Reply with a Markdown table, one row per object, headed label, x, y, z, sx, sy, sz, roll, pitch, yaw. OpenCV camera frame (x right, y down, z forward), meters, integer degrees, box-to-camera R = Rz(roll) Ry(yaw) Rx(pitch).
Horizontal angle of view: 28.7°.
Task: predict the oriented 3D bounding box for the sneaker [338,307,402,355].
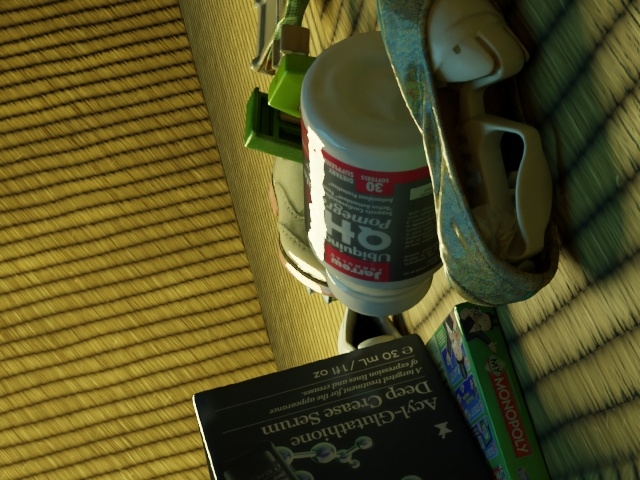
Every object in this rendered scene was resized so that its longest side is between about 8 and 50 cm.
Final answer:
| label | x | y | z | sx | sy | sz | roll | pitch | yaw |
| --- | --- | --- | --- | --- | --- | --- | --- | --- | --- |
| sneaker | 0.089 | 0.217 | 1.812 | 0.146 | 0.122 | 0.331 | 84 | 168 | -49 |

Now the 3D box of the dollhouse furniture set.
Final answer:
| label | x | y | z | sx | sy | sz | roll | pitch | yaw |
| --- | --- | --- | --- | --- | --- | --- | --- | --- | --- |
| dollhouse furniture set | -0.005 | -0.286 | 1.823 | 0.197 | 0.151 | 0.302 | 124 | 153 | -51 |

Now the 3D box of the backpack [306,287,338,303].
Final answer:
| label | x | y | z | sx | sy | sz | roll | pitch | yaw |
| --- | --- | --- | --- | --- | --- | --- | --- | --- | --- |
| backpack | 0.008 | 0.051 | 2.173 | 0.105 | 0.084 | 0.114 | 85 | 165 | -55 |

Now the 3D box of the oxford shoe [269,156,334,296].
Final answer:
| label | x | y | z | sx | sy | sz | roll | pitch | yaw |
| --- | --- | --- | --- | --- | --- | --- | --- | --- | --- |
| oxford shoe | -0.007 | -0.058 | 1.953 | 0.397 | 0.140 | 0.147 | -119 | 25 | -52 |

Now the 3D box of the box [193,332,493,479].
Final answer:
| label | x | y | z | sx | sy | sz | roll | pitch | yaw |
| --- | --- | --- | --- | --- | --- | --- | --- | --- | --- |
| box | 0.045 | 0.340 | 1.438 | 0.395 | 0.293 | 0.212 | -115 | 14 | -48 |

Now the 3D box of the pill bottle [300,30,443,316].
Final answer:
| label | x | y | z | sx | sy | sz | roll | pitch | yaw |
| --- | --- | --- | --- | --- | --- | --- | --- | --- | --- |
| pill bottle | 0.068 | -0.057 | 1.356 | 0.319 | 0.176 | 0.176 | 88 | 165 | -53 |

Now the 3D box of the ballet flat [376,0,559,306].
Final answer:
| label | x | y | z | sx | sy | sz | roll | pitch | yaw |
| --- | --- | --- | --- | --- | --- | --- | --- | --- | --- |
| ballet flat | 0.140 | -0.113 | 1.098 | 0.123 | 0.123 | 0.349 | -167 | 65 | -80 |

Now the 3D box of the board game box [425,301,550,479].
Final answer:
| label | x | y | z | sx | sy | sz | roll | pitch | yaw |
| --- | --- | --- | --- | --- | --- | --- | --- | --- | --- |
| board game box | 0.181 | 0.210 | 1.485 | 0.317 | 0.046 | 0.214 | 107 | 147 | -72 |
